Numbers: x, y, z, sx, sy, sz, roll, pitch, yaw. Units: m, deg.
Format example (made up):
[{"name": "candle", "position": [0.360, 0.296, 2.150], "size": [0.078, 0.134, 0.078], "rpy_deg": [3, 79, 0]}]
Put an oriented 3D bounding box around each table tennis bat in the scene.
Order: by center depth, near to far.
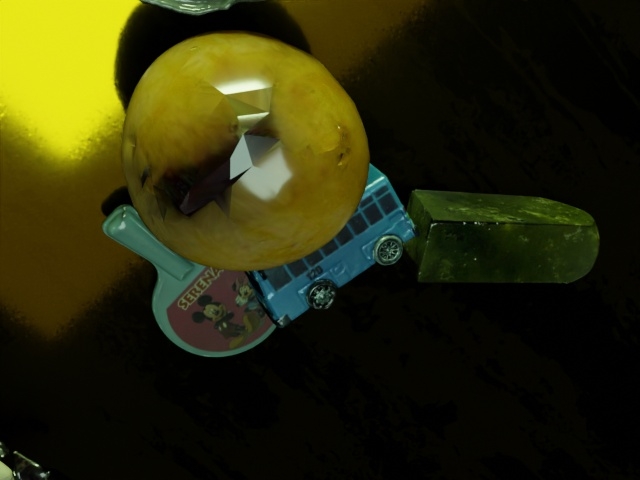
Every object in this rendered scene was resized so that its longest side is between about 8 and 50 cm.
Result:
[{"name": "table tennis bat", "position": [-0.139, 0.040, 1.114], "size": [0.153, 0.040, 0.244], "rpy_deg": [-45, 122, 7]}]

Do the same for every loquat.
[{"name": "loquat", "position": [-0.073, -0.082, 0.952], "size": [0.235, 0.235, 0.235], "rpy_deg": [-6, 119, -11]}]

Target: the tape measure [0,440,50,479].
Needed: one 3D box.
[{"name": "tape measure", "position": [-0.467, 0.277, 1.067], "size": [0.271, 0.231, 0.133], "rpy_deg": [-33, 142, -39]}]

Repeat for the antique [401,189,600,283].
[{"name": "antique", "position": [0.208, -0.001, 1.152], "size": [0.221, 0.080, 0.081], "rpy_deg": [2, 118, -16]}]

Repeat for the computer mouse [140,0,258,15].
[{"name": "computer mouse", "position": [-0.169, -0.333, 0.865], "size": [0.389, 0.115, 0.199], "rpy_deg": [24, 120, -13]}]

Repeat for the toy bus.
[{"name": "toy bus", "position": [0.000, 0.000, 1.081], "size": [0.185, 0.090, 0.106], "rpy_deg": [-34, 120, -6]}]
